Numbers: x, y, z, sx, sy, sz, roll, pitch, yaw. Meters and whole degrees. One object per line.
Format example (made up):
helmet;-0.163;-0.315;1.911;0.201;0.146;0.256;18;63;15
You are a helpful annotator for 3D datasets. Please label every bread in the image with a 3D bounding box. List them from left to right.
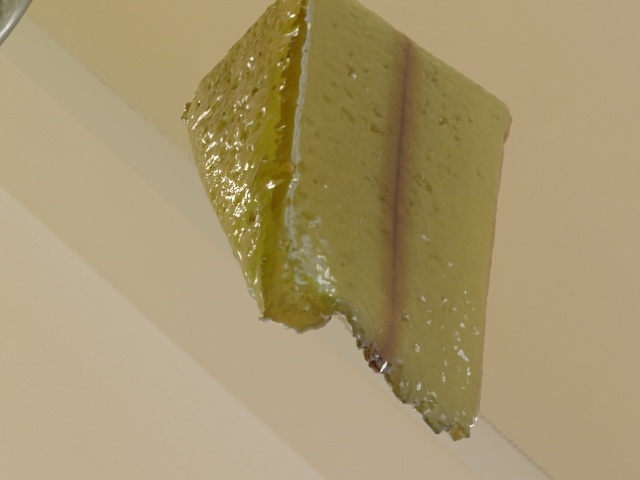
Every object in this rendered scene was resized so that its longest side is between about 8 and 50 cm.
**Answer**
bread;0.000;0.000;0.806;0.233;0.361;0.245;31;-44;-23

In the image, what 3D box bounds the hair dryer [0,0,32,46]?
hair dryer;-0.186;-0.064;0.430;0.219;0.224;0.088;-23;-49;37
